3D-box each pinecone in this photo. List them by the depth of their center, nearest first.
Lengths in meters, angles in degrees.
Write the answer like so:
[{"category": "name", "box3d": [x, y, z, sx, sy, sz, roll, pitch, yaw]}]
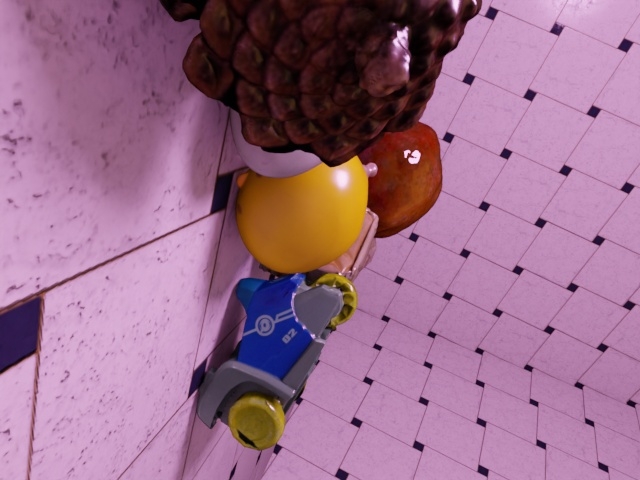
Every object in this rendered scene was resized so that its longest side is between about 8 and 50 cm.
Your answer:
[{"category": "pinecone", "box3d": [0.008, -0.229, 0.363, 0.298, 0.242, 0.295, 90, 11, -61]}]

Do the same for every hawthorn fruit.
[{"category": "hawthorn fruit", "box3d": [0.142, -0.156, 1.147, 0.324, 0.309, 0.308, -78, 179, -47]}]

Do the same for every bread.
[{"category": "bread", "box3d": [-0.001, 0.002, 0.948, 0.109, 0.192, 0.209, 109, 3, -48]}]

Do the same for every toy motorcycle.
[{"category": "toy motorcycle", "box3d": [-0.083, 0.176, 0.850, 0.326, 0.200, 0.191, -62, 174, 13]}]

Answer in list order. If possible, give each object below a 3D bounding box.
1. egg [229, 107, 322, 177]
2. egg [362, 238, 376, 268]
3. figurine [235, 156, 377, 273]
[{"category": "egg", "box3d": [-0.028, -0.167, 0.563, 0.151, 0.151, 0.209, 88, 27, -67]}, {"category": "egg", "box3d": [0.056, 0.002, 1.318, 0.233, 0.195, 0.194, 62, 45, -60]}, {"category": "figurine", "box3d": [-0.014, -0.093, 0.766, 0.343, 0.187, 0.215, -71, -173, -57]}]
